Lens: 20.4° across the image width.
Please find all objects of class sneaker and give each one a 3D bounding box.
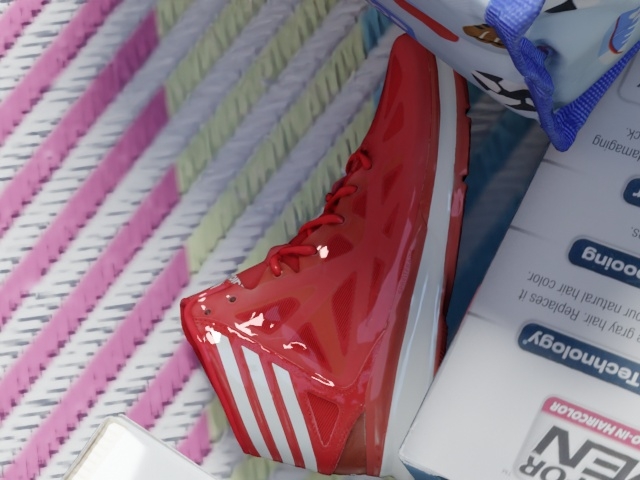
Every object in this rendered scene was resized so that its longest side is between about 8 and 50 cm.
[{"bbox_3d":[0.000,0.000,0.837,0.128,0.087,0.221,6,76,-1],"label":"sneaker"}]

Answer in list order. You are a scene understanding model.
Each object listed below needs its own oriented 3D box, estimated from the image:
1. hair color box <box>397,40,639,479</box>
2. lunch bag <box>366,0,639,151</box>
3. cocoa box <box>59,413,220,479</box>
[{"bbox_3d":[0.193,-0.009,0.804,0.174,0.105,0.347,21,74,25],"label":"hair color box"},{"bbox_3d":[0.097,-0.289,0.744,0.328,0.239,0.385,39,91,14],"label":"lunch bag"},{"bbox_3d":[-0.009,0.278,0.675,0.347,0.231,0.228,32,62,6],"label":"cocoa box"}]
